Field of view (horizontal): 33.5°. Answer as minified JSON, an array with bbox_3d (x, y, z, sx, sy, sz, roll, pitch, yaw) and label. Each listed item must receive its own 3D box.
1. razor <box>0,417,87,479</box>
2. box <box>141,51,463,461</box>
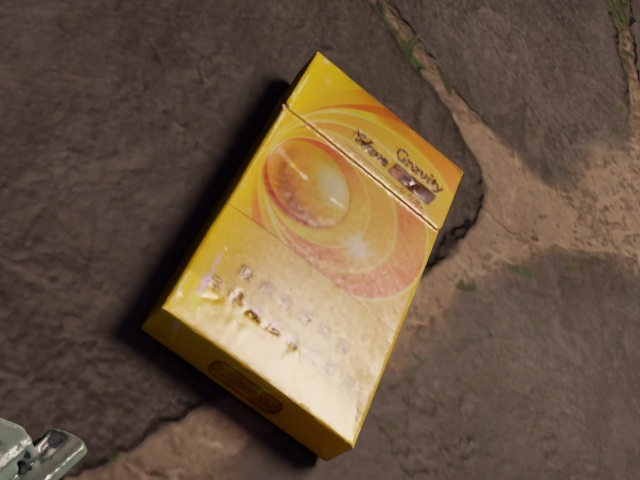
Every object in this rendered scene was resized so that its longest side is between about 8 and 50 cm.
[{"bbox_3d":[-0.241,0.033,0.518,0.278,0.056,0.111,50,47,-3],"label":"razor"},{"bbox_3d":[0.000,0.000,0.734,0.152,0.043,0.269,39,47,-13],"label":"box"}]
